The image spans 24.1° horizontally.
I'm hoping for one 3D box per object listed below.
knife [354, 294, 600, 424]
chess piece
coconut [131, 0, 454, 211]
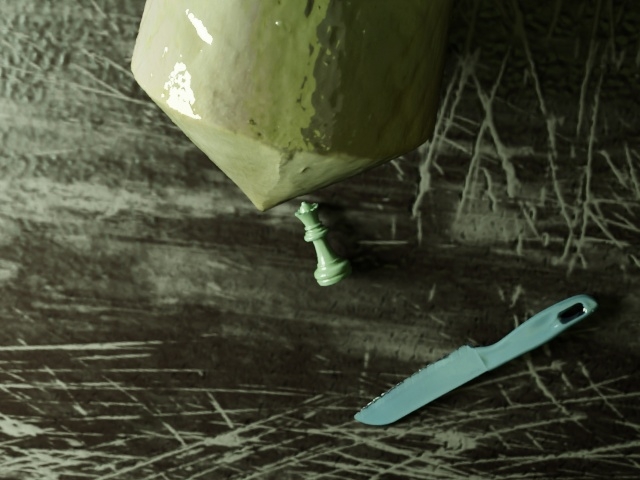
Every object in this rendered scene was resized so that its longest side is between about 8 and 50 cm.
[{"bbox_3d":[0.171,0.136,1.677,0.313,0.019,0.044,-31,101,18],"label":"knife"},{"bbox_3d":[0.000,0.000,1.617,0.042,0.042,0.093,-19,107,13],"label":"chess piece"},{"bbox_3d":[-0.022,-0.177,1.411,0.328,0.329,0.329,2,115,4],"label":"coconut"}]
